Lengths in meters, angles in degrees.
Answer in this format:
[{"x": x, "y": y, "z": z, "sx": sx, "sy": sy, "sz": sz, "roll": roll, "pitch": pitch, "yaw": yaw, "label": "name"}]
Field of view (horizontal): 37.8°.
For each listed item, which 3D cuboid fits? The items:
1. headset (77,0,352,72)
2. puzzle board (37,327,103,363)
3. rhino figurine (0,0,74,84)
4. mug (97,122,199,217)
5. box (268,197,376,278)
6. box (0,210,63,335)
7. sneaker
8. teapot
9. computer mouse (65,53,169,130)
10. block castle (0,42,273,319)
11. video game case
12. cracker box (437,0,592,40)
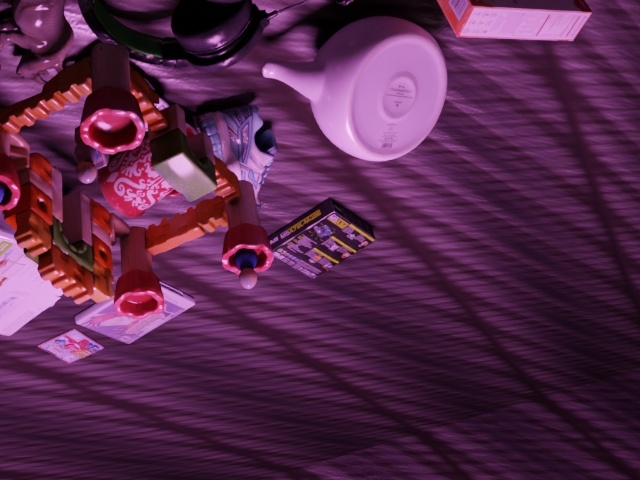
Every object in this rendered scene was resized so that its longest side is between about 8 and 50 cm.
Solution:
[{"x": -0.143, "y": -0.373, "z": 1.334, "sx": 0.394, "sy": 0.185, "sz": 0.243, "roll": 1, "pitch": 142, "yaw": -5, "label": "headset"}, {"x": -0.570, "y": 0.245, "z": 2.141, "sx": 0.096, "sy": 0.011, "sz": 0.128, "roll": -25, "pitch": 149, "yaw": 7, "label": "puzzle board"}, {"x": -0.404, "y": -0.299, "z": 1.317, "sx": 0.106, "sy": 0.073, "sz": 0.243, "roll": -10, "pitch": 149, "yaw": -12, "label": "rhino figurine"}, {"x": -0.276, "y": -0.131, "z": 1.615, "sx": 0.169, "sy": 0.113, "sz": 0.150, "roll": -29, "pitch": -178, "yaw": 29, "label": "mug"}, {"x": 0.000, "y": 0.000, "z": 2.057, "sx": 0.184, "sy": 0.045, "sz": 0.191, "roll": -34, "pitch": 146, "yaw": 18, "label": "box"}, {"x": -0.561, "y": 0.037, "z": 1.608, "sx": 0.262, "sy": 0.127, "sz": 0.231, "roll": -37, "pitch": 146, "yaw": 25, "label": "box"}, {"x": -0.129, "y": -0.138, "z": 1.702, "sx": 0.122, "sy": 0.110, "sz": 0.283, "roll": -22, "pitch": 150, "yaw": -4, "label": "sneaker"}, {"x": 0.077, "y": -0.264, "z": 1.558, "sx": 0.252, "sy": 0.187, "sz": 0.256, "roll": -45, "pitch": 132, "yaw": -10, "label": "teapot"}, {"x": -0.314, "y": -0.242, "z": 1.494, "sx": 0.106, "sy": 0.042, "sz": 0.193, "roll": -33, "pitch": 142, "yaw": 11, "label": "computer mouse"}, {"x": -0.300, "y": -0.052, "z": 1.424, "sx": 0.303, "sy": 0.213, "sz": 0.453, "roll": -22, "pitch": 143, "yaw": 15, "label": "block castle"}, {"x": -0.411, "y": 0.156, "z": 2.082, "sx": 0.201, "sy": 0.023, "sz": 0.183, "roll": -30, "pitch": 148, "yaw": 17, "label": "video game case"}, {"x": 0.297, "y": -0.397, "z": 1.490, "sx": 0.232, "sy": 0.156, "sz": 0.067, "roll": -4, "pitch": 145, "yaw": -26, "label": "cracker box"}]
